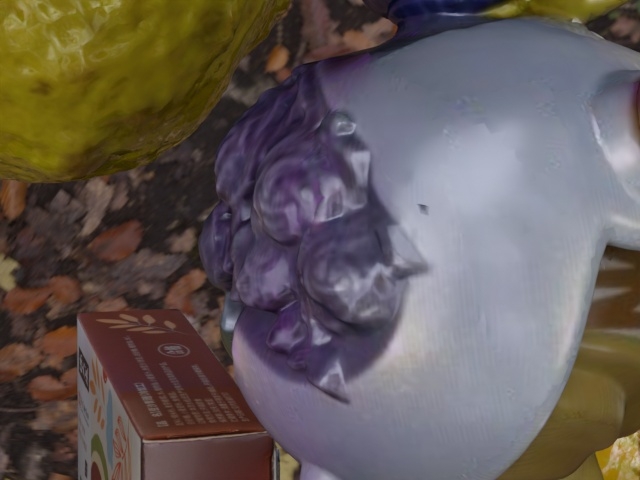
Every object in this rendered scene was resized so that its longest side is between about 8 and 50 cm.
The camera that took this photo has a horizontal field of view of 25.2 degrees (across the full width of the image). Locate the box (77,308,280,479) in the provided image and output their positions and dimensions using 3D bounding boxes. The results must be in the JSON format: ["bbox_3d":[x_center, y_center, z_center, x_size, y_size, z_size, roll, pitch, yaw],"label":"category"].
[{"bbox_3d":[-0.151,0.283,1.392,0.122,0.385,0.344,-3,104,-18],"label":"box"}]

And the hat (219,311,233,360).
[{"bbox_3d":[-0.050,0.090,1.543,0.122,0.166,0.081,17,49,10],"label":"hat"}]

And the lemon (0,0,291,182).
[{"bbox_3d":[-0.192,-0.204,0.819,0.387,0.350,0.350,21,77,-17],"label":"lemon"}]

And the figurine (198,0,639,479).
[{"bbox_3d":[0.036,-0.056,0.377,0.133,0.194,0.274,-4,113,-27],"label":"figurine"}]

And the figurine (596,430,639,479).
[{"bbox_3d":[0.239,0.171,1.286,0.156,0.246,0.131,-5,110,-8],"label":"figurine"}]
